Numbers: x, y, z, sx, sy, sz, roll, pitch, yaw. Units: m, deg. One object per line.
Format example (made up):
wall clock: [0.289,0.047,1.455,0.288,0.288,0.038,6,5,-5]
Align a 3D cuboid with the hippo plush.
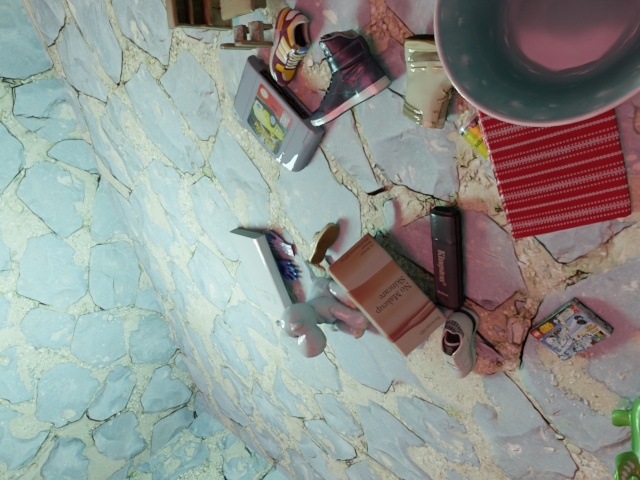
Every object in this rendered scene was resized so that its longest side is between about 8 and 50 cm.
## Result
hippo plush: [0.002,0.228,1.365,0.234,0.237,0.294,-16,105,52]

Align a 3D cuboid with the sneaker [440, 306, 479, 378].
sneaker: [0.349,0.281,1.143,0.090,0.095,0.235,17,131,38]

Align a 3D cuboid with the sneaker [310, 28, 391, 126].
sneaker: [0.029,-0.366,0.986,0.226,0.086,0.163,-20,113,43]

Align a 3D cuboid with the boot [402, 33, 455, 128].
boot: [0.245,-0.289,0.827,0.213,0.077,0.165,30,137,37]

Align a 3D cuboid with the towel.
towel: [0.400,-0.145,0.757,0.199,0.031,0.274,-14,109,27]

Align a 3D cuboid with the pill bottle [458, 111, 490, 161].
pill bottle: [0.324,-0.189,0.827,0.116,0.065,0.065,47,143,9]

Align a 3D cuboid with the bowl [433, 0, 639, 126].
bowl: [0.334,-0.321,0.599,0.312,0.163,0.311,14,115,34]

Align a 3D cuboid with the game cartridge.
game cartridge: [-0.127,-0.339,1.225,0.294,0.060,0.196,49,147,9]

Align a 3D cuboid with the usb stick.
usb stick: [0.303,0.046,1.049,0.077,0.045,0.278,15,129,40]

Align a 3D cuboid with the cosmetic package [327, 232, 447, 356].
cosmetic package: [0.168,0.142,1.157,0.296,0.153,0.129,47,176,8]

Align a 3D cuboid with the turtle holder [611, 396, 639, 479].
turtle holder: [0.674,0.415,0.807,0.228,0.243,0.320,-2,77,32]

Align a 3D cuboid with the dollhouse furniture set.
dollhouse furniture set: [-0.244,-0.569,1.043,0.242,0.161,0.212,19,117,47]

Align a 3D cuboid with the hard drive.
hard drive: [-0.220,0.127,1.672,0.233,0.047,0.353,12,127,54]

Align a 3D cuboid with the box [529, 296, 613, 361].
box: [0.525,0.190,0.930,0.094,0.027,0.137,43,142,14]

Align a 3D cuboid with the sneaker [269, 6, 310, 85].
sneaker: [-0.071,-0.452,1.057,0.084,0.070,0.185,40,142,28]

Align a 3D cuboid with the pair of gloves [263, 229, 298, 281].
pair of gloves: [-0.144,0.056,1.575,0.159,0.023,0.198,20,132,38]

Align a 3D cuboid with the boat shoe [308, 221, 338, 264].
boat shoe: [0.000,0.000,1.338,0.170,0.063,0.059,-60,41,38]
